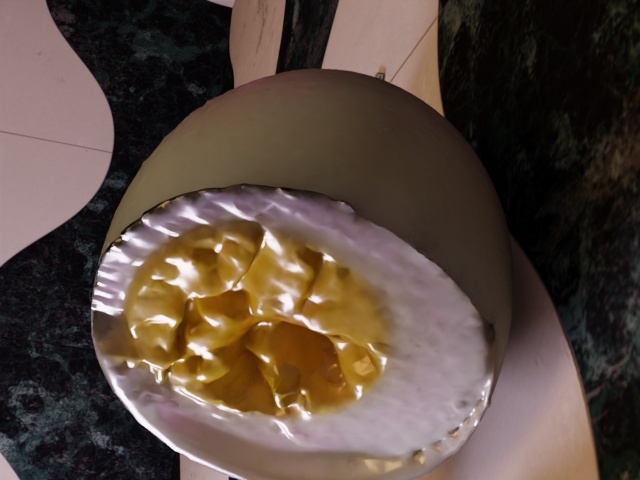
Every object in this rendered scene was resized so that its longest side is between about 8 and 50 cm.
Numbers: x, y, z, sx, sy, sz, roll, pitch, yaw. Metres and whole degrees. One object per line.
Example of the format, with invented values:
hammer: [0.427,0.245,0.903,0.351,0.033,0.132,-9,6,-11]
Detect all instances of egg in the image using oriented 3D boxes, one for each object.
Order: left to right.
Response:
egg: [0.000,0.000,0.871,0.340,0.354,0.354,-74,4,-51]

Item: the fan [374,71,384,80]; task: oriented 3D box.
fan: [0.077,-0.218,1.385,0.083,0.004,0.056,-168,87,-76]
